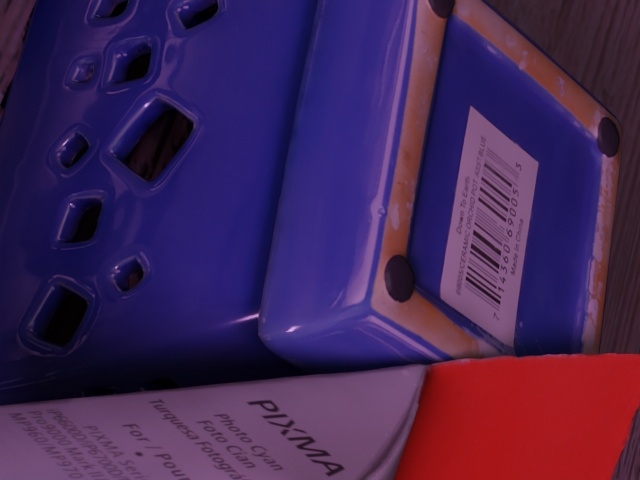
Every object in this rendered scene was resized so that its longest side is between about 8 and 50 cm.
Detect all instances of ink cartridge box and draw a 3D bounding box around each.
[{"bbox_3d":[-0.023,0.203,0.753,0.385,0.091,0.308,-1,118,-39],"label":"ink cartridge box"}]

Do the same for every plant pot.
[{"bbox_3d":[0.000,0.000,0.896,0.236,0.212,0.236,35,57,-43],"label":"plant pot"}]
